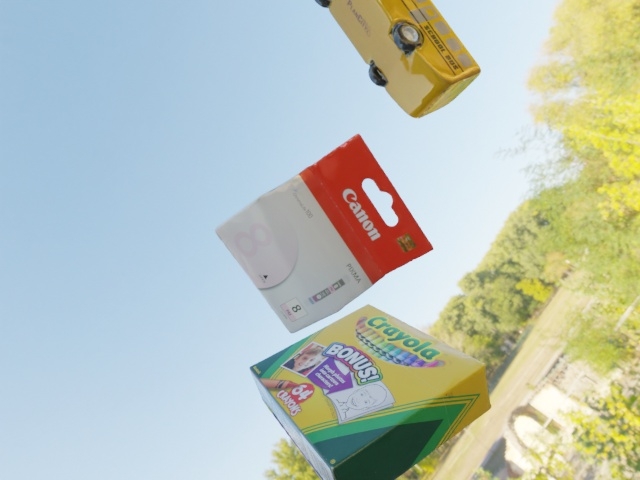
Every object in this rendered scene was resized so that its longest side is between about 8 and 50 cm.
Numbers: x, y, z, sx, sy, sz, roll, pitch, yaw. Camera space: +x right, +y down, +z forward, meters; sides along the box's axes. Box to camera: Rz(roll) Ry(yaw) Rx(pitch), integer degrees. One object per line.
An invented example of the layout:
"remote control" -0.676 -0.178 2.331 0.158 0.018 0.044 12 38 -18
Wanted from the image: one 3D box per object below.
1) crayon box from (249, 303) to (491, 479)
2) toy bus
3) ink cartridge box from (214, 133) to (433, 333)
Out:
"crayon box" 0.076 0.278 0.882 0.313 0.363 0.106 -25 -69 -22
"toy bus" 0.119 -0.377 0.787 0.130 0.332 0.108 -31 -6 -27
"ink cartridge box" 0.000 0.000 0.615 0.232 0.189 0.066 -30 9 29
